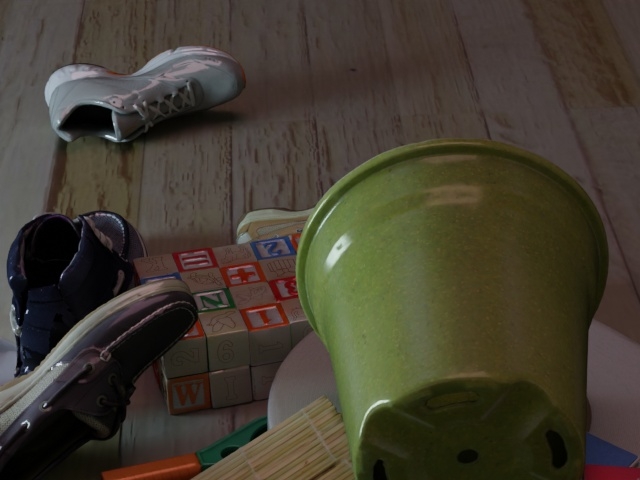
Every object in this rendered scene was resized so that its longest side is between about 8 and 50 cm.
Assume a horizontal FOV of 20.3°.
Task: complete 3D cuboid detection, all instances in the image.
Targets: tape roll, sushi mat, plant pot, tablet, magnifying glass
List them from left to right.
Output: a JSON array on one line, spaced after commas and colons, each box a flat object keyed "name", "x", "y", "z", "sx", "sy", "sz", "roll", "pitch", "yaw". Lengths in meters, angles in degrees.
[{"name": "sushi mat", "x": -0.088, "y": 0.255, "z": 1.498, "sx": 0.316, "sy": 0.019, "sz": 0.151, "roll": -31, "pitch": 47, "yaw": -12}, {"name": "magnifying glass", "x": -0.092, "y": 0.207, "z": 1.683, "sx": 0.231, "sy": 0.026, "sz": 0.092, "roll": -12, "pitch": 32, "yaw": -15}, {"name": "plant pot", "x": 0.116, "y": 0.099, "z": 1.463, "sx": 0.276, "sy": 0.276, "sz": 0.254, "roll": -1, "pitch": 37, "yaw": 1}, {"name": "tape roll", "x": 0.144, "y": 0.179, "z": 1.646, "sx": 0.392, "sy": 0.072, "sz": 0.392, "roll": 0, "pitch": 33, "yaw": 0}, {"name": "tablet", "x": 0.232, "y": 0.188, "z": 1.565, "sx": 0.083, "sy": 0.006, "sz": 0.054, "roll": 24, "pitch": 39, "yaw": 31}]

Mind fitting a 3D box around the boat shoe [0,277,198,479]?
[{"name": "boat shoe", "x": -0.223, "y": 0.148, "z": 1.668, "sx": 0.285, "sy": 0.103, "sz": 0.092, "roll": -36, "pitch": 58, "yaw": -7}]

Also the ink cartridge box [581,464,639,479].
[{"name": "ink cartridge box", "x": 0.318, "y": 0.276, "z": 1.389, "sx": 0.237, "sy": 0.172, "sz": 0.100, "roll": 3, "pitch": 31, "yaw": 8}]

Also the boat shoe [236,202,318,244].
[{"name": "boat shoe", "x": 0.000, "y": 0.000, "z": 2.009, "sx": 0.190, "sy": 0.068, "sz": 0.072, "roll": -9, "pitch": 42, "yaw": 7}]

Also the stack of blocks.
[{"name": "stack of blocks", "x": -0.032, "y": 0.074, "z": 1.846, "sx": 0.297, "sy": 0.087, "sz": 0.171, "roll": -9, "pitch": 31, "yaw": -13}]

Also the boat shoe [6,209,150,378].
[{"name": "boat shoe", "x": -0.252, "y": 0.020, "z": 1.881, "sx": 0.127, "sy": 0.158, "sz": 0.340, "roll": -1, "pitch": 30, "yaw": 1}]

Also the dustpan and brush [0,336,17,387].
[{"name": "dustpan and brush", "x": -0.414, "y": 0.130, "z": 1.797, "sx": 0.211, "sy": 0.060, "sz": 0.147, "roll": -1, "pitch": 30, "yaw": 1}]

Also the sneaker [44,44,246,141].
[{"name": "sneaker", "x": -0.224, "y": -0.172, "z": 2.296, "sx": 0.262, "sy": 0.099, "sz": 0.121, "roll": -10, "pitch": 38, "yaw": 1}]
